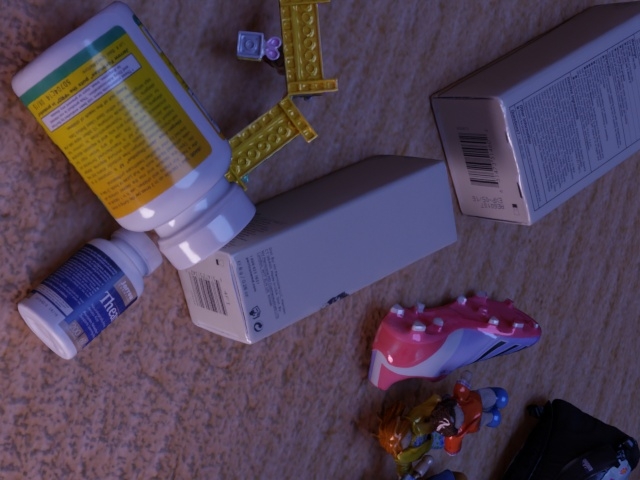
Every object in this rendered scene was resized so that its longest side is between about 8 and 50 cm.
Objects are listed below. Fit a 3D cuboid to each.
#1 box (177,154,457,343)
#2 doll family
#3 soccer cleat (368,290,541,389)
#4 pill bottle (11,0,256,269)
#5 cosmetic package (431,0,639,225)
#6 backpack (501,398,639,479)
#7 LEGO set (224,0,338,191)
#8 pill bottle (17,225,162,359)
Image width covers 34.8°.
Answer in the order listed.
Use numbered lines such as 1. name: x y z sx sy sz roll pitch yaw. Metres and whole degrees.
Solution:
1. box: 0.000 0.000 1.011 0.275 0.113 0.094 -23 111 -32
2. doll family: 0.113 0.269 1.143 0.163 0.118 0.263 2 94 -56
3. soccer cleat: 0.156 0.118 1.181 0.248 0.083 0.095 0 121 -41
4. pill bottle: -0.149 -0.082 0.853 0.117 0.117 0.208 -44 107 -24
5. cosmetic package: 0.290 -0.158 1.210 0.309 0.113 0.160 -31 115 -31
6. backpack: 0.303 0.307 1.277 0.182 0.152 0.115 -52 128 -12
7. LEGO set: -0.056 -0.136 0.977 0.132 0.107 0.287 17 91 -4
8. pill bottle: -0.197 0.041 0.890 0.120 0.067 0.067 -45 121 -24
